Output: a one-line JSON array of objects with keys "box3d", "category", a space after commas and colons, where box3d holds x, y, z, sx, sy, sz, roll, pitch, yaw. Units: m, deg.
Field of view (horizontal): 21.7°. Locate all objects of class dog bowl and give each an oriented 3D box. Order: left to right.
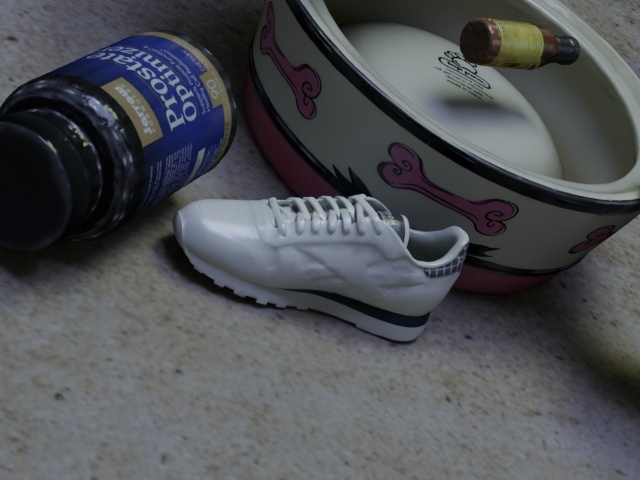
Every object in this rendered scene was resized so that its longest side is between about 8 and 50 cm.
[{"box3d": [0.110, -0.120, 1.503, 0.408, 0.150, 0.408, 23, 33, -16], "category": "dog bowl"}]

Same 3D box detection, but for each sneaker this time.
[{"box3d": [0.000, 0.000, 1.290, 0.235, 0.095, 0.090, 14, 38, -27], "category": "sneaker"}]

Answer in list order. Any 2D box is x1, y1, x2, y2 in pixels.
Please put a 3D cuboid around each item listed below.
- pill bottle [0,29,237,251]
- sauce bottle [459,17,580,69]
[{"box3d": [-0.160, -0.071, 1.212, 0.123, 0.123, 0.219, 38, 31, 8], "category": "pill bottle"}, {"box3d": [0.176, -0.167, 1.444, 0.128, 0.042, 0.042, 0, 44, -41], "category": "sauce bottle"}]
